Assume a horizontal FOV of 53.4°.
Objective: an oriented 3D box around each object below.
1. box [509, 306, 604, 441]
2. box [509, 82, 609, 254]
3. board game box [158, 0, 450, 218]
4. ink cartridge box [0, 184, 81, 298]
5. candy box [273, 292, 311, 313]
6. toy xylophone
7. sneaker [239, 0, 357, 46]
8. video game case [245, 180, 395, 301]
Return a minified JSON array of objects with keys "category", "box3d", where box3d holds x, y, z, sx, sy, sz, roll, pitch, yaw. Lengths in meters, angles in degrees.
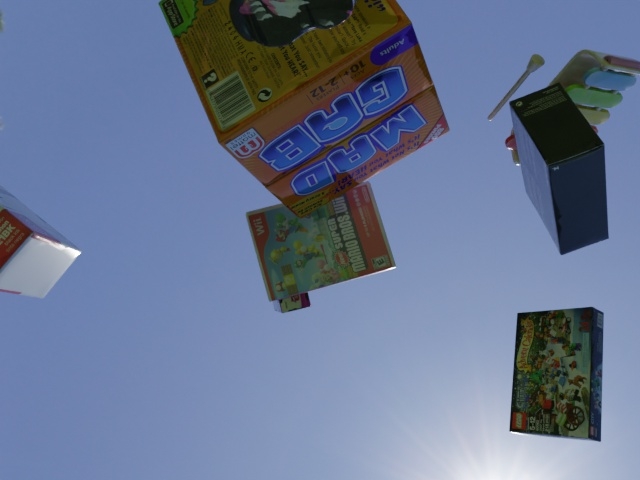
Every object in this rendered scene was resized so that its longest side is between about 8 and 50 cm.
[{"category":"box","box3d":[0.436,0.245,1.177,0.159,0.044,0.232,-14,-121,49]},{"category":"box","box3d":[0.445,-0.127,1.179,0.103,0.261,0.184,-19,-132,11]},{"category":"board game box","box3d":[-0.020,-0.326,1.211,0.356,0.356,0.356,-30,-117,9]},{"category":"ink cartridge box","box3d":[-0.566,-0.035,1.052,0.273,0.197,0.114,36,-97,6]},{"category":"candy box","box3d":[-0.086,0.087,1.505,0.071,0.233,0.159,-12,-94,-8]},{"category":"toy xylophone","box3d":[0.491,-0.274,1.309,0.237,0.322,0.081,-2,-120,-14]},{"category":"sneaker","box3d":[-0.023,-0.316,0.875,0.178,0.071,0.077,3,-145,28]},{"category":"video game case","box3d":[0.000,0.000,1.385,0.285,0.025,0.203,-15,-100,-7]}]
